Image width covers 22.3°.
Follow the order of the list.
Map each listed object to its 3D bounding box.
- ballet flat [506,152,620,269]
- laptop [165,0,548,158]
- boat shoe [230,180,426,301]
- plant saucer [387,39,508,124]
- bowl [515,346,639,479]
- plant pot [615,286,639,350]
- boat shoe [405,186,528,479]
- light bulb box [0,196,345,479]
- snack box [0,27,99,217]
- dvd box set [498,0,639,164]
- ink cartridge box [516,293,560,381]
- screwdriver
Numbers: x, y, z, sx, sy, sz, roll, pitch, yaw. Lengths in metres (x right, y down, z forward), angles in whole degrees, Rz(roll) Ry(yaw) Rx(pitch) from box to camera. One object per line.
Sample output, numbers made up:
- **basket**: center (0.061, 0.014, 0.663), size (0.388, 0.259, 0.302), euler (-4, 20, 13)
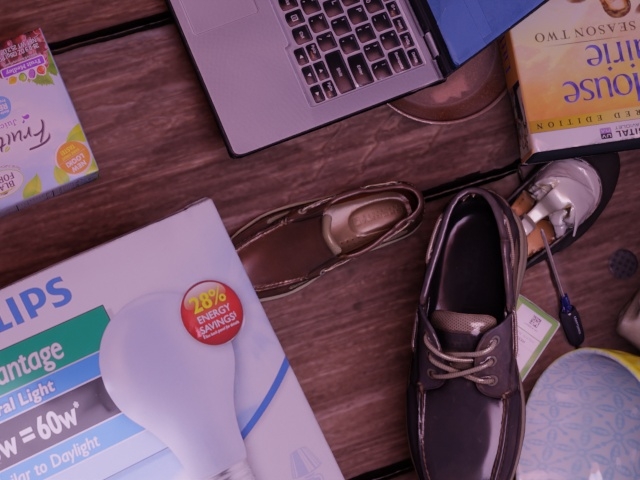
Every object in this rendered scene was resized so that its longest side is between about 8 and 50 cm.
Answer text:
- **ballet flat**: center (0.245, -0.019, 1.839), size (0.280, 0.096, 0.095), euler (-43, 89, -10)
- **laptop**: center (0.025, -0.357, 1.745), size (0.408, 0.236, 0.382), euler (-21, 77, -9)
- **boat shoe**: center (-0.003, -0.007, 1.805), size (0.257, 0.095, 0.095), euler (-26, 88, -9)
- **plant saucer**: center (0.134, -0.229, 1.875), size (0.198, 0.036, 0.199), euler (1, 84, -8)
- **bowl**: center (0.353, 0.257, 1.755), size (0.156, 0.289, 0.289), euler (0, 84, -27)
- **plant pot**: center (0.506, 0.088, 1.774), size (0.305, 0.334, 0.334), euler (32, 81, 7)
- **boat shoe**: center (0.144, 0.108, 1.692), size (0.132, 0.130, 0.355), euler (-3, 70, 15)
- **light bulb box**: center (-0.215, 0.199, 1.649), size (0.358, 0.225, 0.361), euler (-26, 89, -27)
- **snack box**: center (-0.369, -0.113, 1.779), size (0.207, 0.070, 0.174), euler (-22, 87, -8)
- **dvd box set**: center (0.339, -0.310, 1.838), size (0.307, 0.062, 0.420), euler (-7, 79, -7)
- **ink cartridge box**: center (0.175, 0.162, 1.806), size (0.062, 0.109, 0.209), euler (35, 82, -3)
- **screwdriver**: center (0.273, 0.051, 1.829), size (0.025, 0.024, 0.170), euler (-17, 124, 1)
